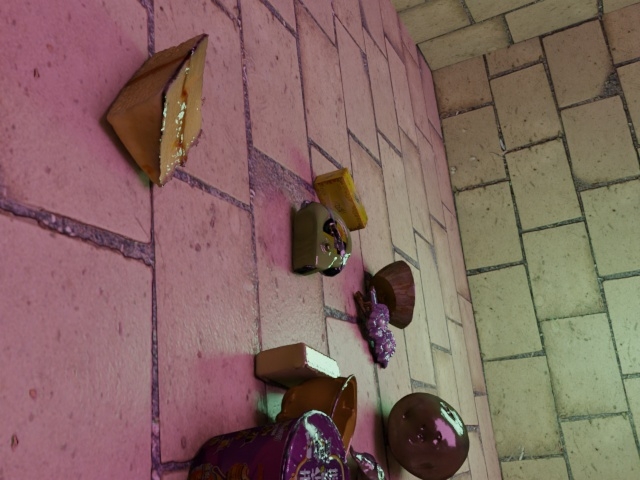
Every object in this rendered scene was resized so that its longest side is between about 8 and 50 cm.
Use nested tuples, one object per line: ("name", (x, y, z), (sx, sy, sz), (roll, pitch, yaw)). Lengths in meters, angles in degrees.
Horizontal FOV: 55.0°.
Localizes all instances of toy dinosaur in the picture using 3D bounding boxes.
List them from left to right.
("toy dinosaur", (0.128, 0.628, 1.535), (0.162, 0.077, 0.294), (-85, 165, -46))

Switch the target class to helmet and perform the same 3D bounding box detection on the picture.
("helmet", (-0.016, 0.359, 1.221), (0.257, 0.140, 0.205), (82, 26, -54))

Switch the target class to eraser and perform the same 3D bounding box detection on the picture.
("eraser", (-0.044, 0.266, 1.274), (0.172, 0.117, 0.058), (41, 37, -54))

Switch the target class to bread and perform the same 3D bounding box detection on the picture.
("bread", (-0.238, -0.220, 1.067), (0.240, 0.135, 0.178), (-78, 146, -50))

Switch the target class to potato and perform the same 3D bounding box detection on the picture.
("potato", (0.317, 0.574, 1.793), (0.243, 0.221, 0.326), (50, 2, 36))

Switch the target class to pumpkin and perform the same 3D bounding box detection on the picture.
("pumpkin", (0.210, 0.168, 1.909), (0.110, 0.217, 0.217), (4, 70, -26))

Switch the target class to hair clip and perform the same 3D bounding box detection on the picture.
("hair clip", (0.169, 0.271, 1.836), (0.106, 0.085, 0.292), (-45, 125, -44))

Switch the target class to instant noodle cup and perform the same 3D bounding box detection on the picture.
("instant noodle cup", (-0.084, 0.412, 1.005), (0.251, 0.190, 0.251), (43, 40, -53))

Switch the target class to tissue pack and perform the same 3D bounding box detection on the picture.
("tissue pack", (0.059, -0.109, 1.749), (0.062, 0.095, 0.176), (-66, 138, -56))

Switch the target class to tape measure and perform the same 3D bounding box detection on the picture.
("tape measure", (0.000, 0.000, 1.544), (0.175, 0.106, 0.200), (23, 54, -46))
